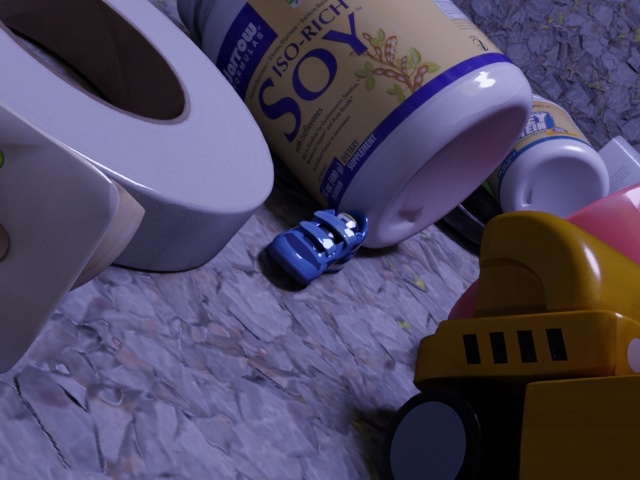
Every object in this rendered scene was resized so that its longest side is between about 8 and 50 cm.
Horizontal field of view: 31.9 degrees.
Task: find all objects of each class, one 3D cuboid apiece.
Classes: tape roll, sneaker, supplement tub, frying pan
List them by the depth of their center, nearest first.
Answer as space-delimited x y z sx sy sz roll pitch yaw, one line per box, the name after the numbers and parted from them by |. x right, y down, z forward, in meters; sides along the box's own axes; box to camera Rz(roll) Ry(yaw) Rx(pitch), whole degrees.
-0.207 -0.138 0.880 0.392 0.072 0.392 37 21 -17 | tape roll
0.000 0.000 1.001 0.053 0.059 0.144 48 21 7 | sneaker
0.029 -0.183 1.161 0.331 0.241 0.241 49 21 18 | supplement tub
0.156 -0.102 1.510 0.197 0.053 0.326 24 26 -45 | frying pan
0.291 -0.105 1.513 0.144 0.144 0.199 33 21 -24 | supplement tub

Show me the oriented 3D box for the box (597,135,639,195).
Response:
0.421 -0.086 1.621 0.087 0.101 0.102 47 21 8 | box

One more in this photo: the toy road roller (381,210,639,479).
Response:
0.215 0.099 0.807 0.202 0.329 0.240 25 67 -39 | toy road roller

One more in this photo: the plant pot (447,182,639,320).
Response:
0.292 0.115 1.064 0.275 0.275 0.243 7 50 -58 | plant pot

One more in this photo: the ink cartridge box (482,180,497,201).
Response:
0.373 -0.006 1.656 0.189 0.097 0.255 24 26 -42 | ink cartridge box

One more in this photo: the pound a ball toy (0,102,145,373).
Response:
-0.241 -0.040 0.581 0.319 0.136 0.208 35 -4 -20 | pound a ball toy
